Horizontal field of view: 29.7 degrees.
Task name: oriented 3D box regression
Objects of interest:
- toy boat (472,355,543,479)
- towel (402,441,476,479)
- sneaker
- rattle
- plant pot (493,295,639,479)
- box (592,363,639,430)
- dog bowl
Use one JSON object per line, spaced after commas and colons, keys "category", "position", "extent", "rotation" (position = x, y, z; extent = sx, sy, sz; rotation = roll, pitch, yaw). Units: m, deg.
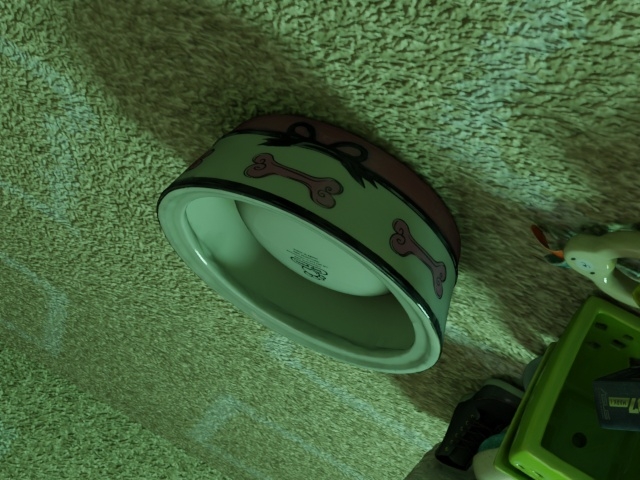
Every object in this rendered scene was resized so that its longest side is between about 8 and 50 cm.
{"category": "toy boat", "position": [0.346, 0.292, 1.754], "extent": [0.268, 0.148, 0.318], "rotation": [-4, 148, 16]}
{"category": "towel", "position": [0.290, 0.431, 1.920], "extent": [0.317, 0.053, 0.332], "rotation": [22, -172, 14]}
{"category": "sneaker", "position": [0.255, 0.294, 1.885], "extent": [0.083, 0.118, 0.222], "rotation": [31, 157, -1]}
{"category": "rattle", "position": [0.307, 0.061, 1.332], "extent": [0.200, 0.142, 0.130], "rotation": [13, 166, 23]}
{"category": "plant pot", "position": [0.357, 0.236, 1.509], "extent": [0.228, 0.227, 0.207], "rotation": [30, 159, 1]}
{"category": "box", "position": [0.433, 0.149, 1.268], "extent": [0.183, 0.233, 0.059], "rotation": [-9, 93, 55]}
{"category": "dog bowl", "position": [0.000, 0.000, 1.554], "extent": [0.408, 0.150, 0.408], "rotation": [25, 156, 12]}
